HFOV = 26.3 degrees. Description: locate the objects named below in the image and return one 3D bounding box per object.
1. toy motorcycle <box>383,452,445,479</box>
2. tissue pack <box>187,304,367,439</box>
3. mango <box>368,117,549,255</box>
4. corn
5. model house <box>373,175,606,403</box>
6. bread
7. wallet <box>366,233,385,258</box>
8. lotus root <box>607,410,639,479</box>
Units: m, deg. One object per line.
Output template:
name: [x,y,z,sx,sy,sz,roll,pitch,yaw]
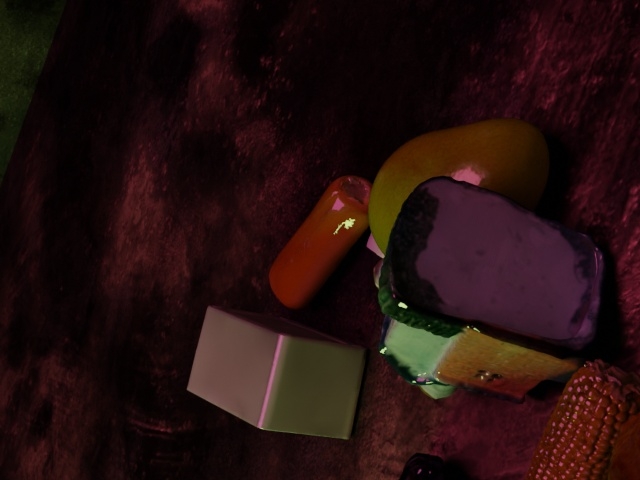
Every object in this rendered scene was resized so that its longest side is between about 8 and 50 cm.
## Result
toy motorcycle: [0.126,0.406,1.599,0.416,0.172,0.232,-114,35,-80]
tissue pack: [-0.065,0.189,2.008,0.246,0.159,0.135,16,94,59]
mango: [0.167,-0.048,1.718,0.273,0.149,0.185,-14,67,51]
corn: [0.279,0.250,1.510,0.091,0.091,0.260,35,116,36]
model house: [0.168,0.093,1.629,0.291,0.253,0.184,116,169,-56]
bread: [0.000,0.000,2.032,0.239,0.074,0.092,-54,28,34]
wallet: [0.093,0.003,1.945,0.083,0.011,0.044,35,111,55]
lotus root: [0.382,0.272,1.284,0.291,0.193,0.193,47,121,49]
